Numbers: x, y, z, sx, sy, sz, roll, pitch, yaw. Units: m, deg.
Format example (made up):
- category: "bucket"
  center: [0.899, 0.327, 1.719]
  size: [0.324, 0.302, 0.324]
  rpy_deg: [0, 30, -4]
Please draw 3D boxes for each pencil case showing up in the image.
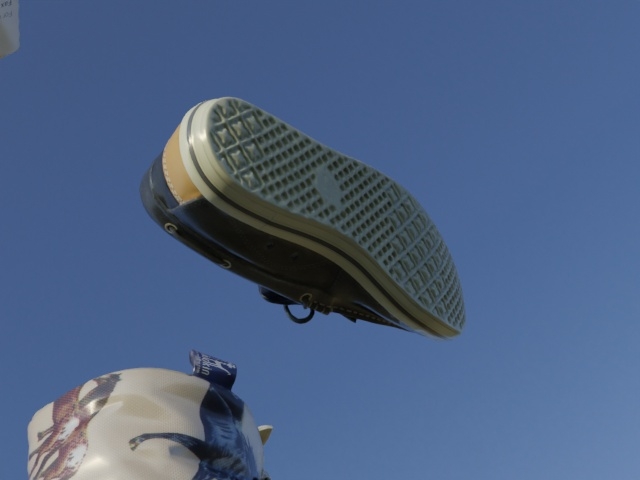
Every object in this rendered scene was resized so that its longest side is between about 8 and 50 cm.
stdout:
- category: "pencil case"
  center: [-0.085, 0.265, 0.556]
  size: [0.183, 0.410, 0.160]
  rpy_deg: [-1, -48, -16]

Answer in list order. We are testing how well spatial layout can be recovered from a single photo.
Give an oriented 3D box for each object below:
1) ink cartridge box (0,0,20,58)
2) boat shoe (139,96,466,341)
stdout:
- category: "ink cartridge box"
  center: [-0.197, -0.172, 0.364]
  size: [0.082, 0.139, 0.191]
  rpy_deg: [-43, -24, -46]
- category: "boat shoe"
  center: [0.000, 0.000, 1.106]
  size: [0.156, 0.187, 0.500]
  rpy_deg: [-28, -41, 35]
